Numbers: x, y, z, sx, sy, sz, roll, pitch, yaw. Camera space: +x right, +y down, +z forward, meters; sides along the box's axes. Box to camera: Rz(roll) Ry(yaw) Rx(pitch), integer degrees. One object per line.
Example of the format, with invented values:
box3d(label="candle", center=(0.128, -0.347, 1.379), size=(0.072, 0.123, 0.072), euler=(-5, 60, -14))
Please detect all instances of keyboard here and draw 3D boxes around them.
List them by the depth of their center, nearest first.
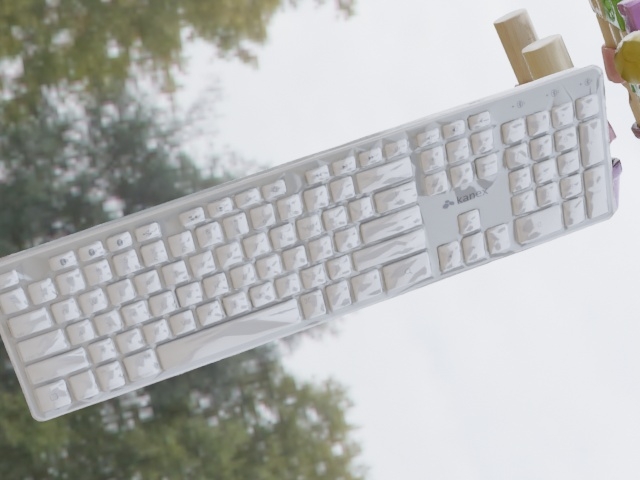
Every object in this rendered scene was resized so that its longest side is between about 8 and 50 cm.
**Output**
box3d(label="keyboard", center=(0.000, 0.000, 0.518), size=(0.014, 0.256, 0.072), euler=(-130, -157, -64))

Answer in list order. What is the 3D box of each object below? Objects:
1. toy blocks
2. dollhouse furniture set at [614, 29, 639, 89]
box3d(label="toy blocks", center=(0.378, -0.160, 1.391), size=(0.288, 0.309, 0.260), euler=(-89, 153, -74))
box3d(label="dollhouse furniture set", center=(0.346, -0.033, 0.941), size=(0.303, 0.198, 0.286), euler=(2, -95, 29))
